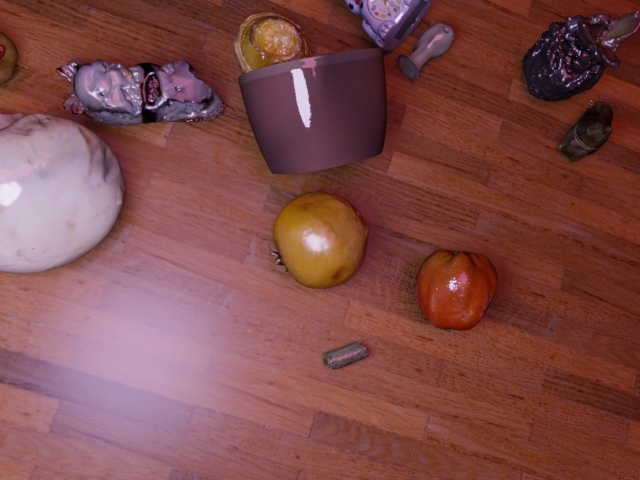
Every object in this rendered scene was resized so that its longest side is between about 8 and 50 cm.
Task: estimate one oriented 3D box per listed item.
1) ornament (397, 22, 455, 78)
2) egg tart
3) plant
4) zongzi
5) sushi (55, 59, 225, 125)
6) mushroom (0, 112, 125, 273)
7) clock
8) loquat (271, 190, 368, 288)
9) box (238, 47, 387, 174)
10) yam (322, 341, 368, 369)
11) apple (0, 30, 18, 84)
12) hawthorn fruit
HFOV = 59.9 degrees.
[{"bbox_3d":[0.263,-0.474,1.366,0.156,0.081,0.074,-46,125,-13],"label":"ornament"},{"bbox_3d":[-0.105,-0.449,1.282,0.191,0.074,0.191,3,80,-14],"label":"egg tart"},{"bbox_3d":[0.621,-0.449,1.361,0.204,0.234,0.178,-11,88,-19],"label":"plant"},{"bbox_3d":[0.698,-0.299,1.368,0.084,0.184,0.187,38,74,1],"label":"zongzi"},{"bbox_3d":[-0.368,-0.311,1.169,0.332,0.130,0.124,-6,81,-14],"label":"sushi"},{"bbox_3d":[-0.553,-0.112,1.047,0.314,0.314,0.336,-36,56,-16],"label":"mushroom"},{"bbox_3d":[0.123,-0.602,1.318,0.254,0.189,0.189,43,74,4],"label":"clock"},{"bbox_3d":[0.000,0.000,1.160,0.208,0.208,0.207,2,80,-12],"label":"loquat"},{"bbox_3d":[-0.003,-0.266,1.160,0.301,0.301,0.216,-16,105,-14],"label":"box"},{"bbox_3d":[0.053,0.250,1.204,0.094,0.043,0.043,-18,84,-16],"label":"yam"},{"bbox_3d":[-0.681,-0.372,1.122,0.126,0.102,0.125,-1,88,27],"label":"apple"},{"bbox_3d":[0.294,0.106,1.217,0.189,0.189,0.189,2,80,-12],"label":"hawthorn fruit"}]
